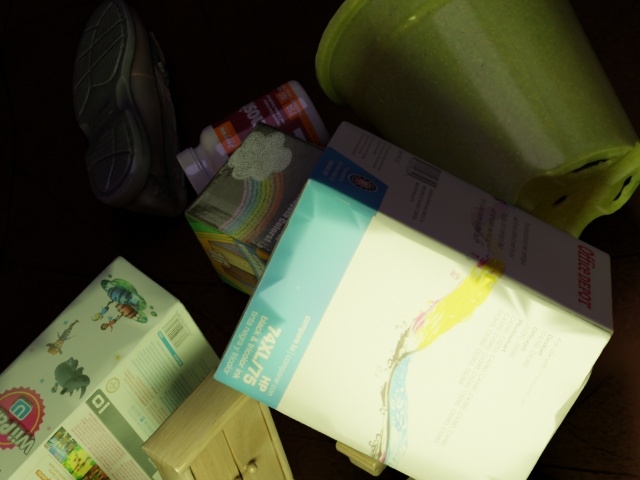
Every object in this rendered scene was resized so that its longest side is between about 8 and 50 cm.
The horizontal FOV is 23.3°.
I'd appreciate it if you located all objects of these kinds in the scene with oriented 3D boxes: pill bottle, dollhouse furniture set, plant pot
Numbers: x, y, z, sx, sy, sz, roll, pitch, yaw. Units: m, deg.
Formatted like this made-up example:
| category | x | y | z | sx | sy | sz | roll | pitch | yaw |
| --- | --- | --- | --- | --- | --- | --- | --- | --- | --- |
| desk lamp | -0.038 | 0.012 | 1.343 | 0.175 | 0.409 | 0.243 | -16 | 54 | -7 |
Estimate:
| category | x | y | z | sx | sy | sz | roll | pitch | yaw |
| --- | --- | --- | --- | --- | --- | --- | --- | --- | --- |
| pill bottle | -0.072 | -0.099 | 1.639 | 0.152 | 0.086 | 0.086 | -30 | 54 | -3 |
| dollhouse furniture set | 0.020 | 0.269 | 1.289 | 0.355 | 0.174 | 0.303 | 28 | 62 | 31 |
| plant pot | 0.173 | -0.125 | 1.494 | 0.276 | 0.276 | 0.254 | -28 | 66 | -2 |

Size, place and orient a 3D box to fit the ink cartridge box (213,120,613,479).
| category | x | y | z | sx | sy | sz | roll | pitch | yaw |
| --- | --- | --- | --- | --- | --- | --- | --- | --- | --- |
| ink cartridge box | 0.085 | 0.062 | 1.315 | 0.270 | 0.198 | 0.197 | 27 | 110 | 1 |

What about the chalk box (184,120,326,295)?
| category | x | y | z | sx | sy | sz | roll | pitch | yaw |
| --- | --- | --- | --- | --- | --- | --- | --- | --- | --- |
| chalk box | 0.000 | 0.000 | 1.525 | 0.213 | 0.132 | 0.132 | 27 | 68 | 29 |

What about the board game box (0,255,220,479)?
| category | x | y | z | sx | sy | sz | roll | pitch | yaw |
| --- | --- | --- | --- | --- | --- | --- | --- | --- | --- |
| board game box | -0.223 | 0.195 | 1.411 | 0.097 | 0.224 | 0.303 | 32 | 71 | 32 |

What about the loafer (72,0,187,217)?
| category | x | y | z | sx | sy | sz | roll | pitch | yaw |
| --- | --- | --- | --- | --- | --- | --- | --- | --- | --- |
| loafer | -0.209 | -0.143 | 1.728 | 0.109 | 0.095 | 0.303 | -39 | 43 | 29 |
